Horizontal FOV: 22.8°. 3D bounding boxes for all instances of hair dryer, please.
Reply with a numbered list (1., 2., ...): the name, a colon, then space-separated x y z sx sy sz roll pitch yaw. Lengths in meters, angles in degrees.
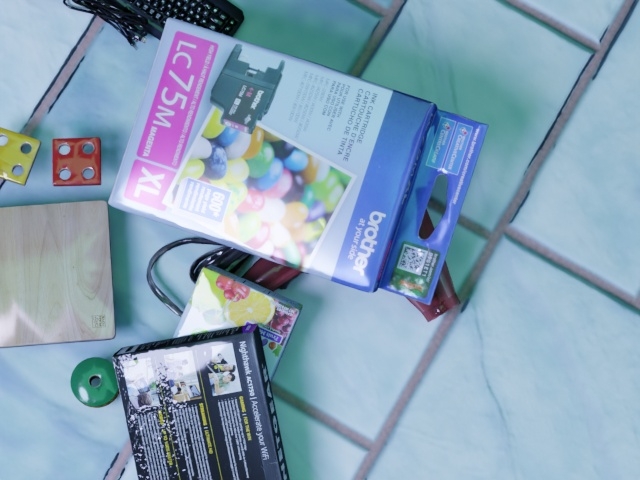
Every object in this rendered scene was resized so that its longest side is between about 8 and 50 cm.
1. hair dryer: 0.000 0.000 1.524 0.294 0.080 0.223 20 94 7

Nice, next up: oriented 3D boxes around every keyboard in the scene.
1. keyboard: -0.177 -0.243 1.568 0.192 0.038 0.100 34 79 5

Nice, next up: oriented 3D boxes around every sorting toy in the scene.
1. sorting toy: -0.263 0.026 1.505 0.132 0.046 0.274 -5 80 -4

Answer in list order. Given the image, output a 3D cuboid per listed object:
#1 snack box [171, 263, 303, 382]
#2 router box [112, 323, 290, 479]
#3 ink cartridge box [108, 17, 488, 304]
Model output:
1. snack box: -0.090 0.106 1.483 0.100 0.037 0.141 24 97 4
2. router box: -0.106 0.176 1.449 0.133 0.046 0.178 -10 96 6
3. ink cartridge box: -0.020 -0.071 1.455 0.311 0.065 0.185 19 94 5
